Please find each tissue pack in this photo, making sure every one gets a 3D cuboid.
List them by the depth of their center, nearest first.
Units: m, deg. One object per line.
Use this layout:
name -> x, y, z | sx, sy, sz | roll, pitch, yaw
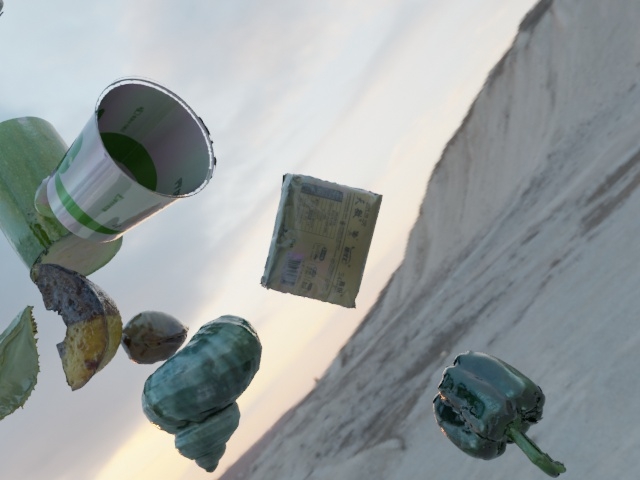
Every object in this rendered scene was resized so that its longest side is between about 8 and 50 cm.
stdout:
tissue pack -> 0.000, 0.000, 1.505 | 0.123, 0.215, 0.257 | -147, 71, -80

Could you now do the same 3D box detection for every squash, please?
squash -> -0.712, -0.101, 1.839 | 0.263, 0.384, 0.263 | -34, -15, -10

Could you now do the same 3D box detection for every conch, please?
conch -> -0.207, 0.270, 1.259 | 0.220, 0.277, 0.195 | 5, -11, -42

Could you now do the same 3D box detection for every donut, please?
donut -> -0.521, 0.167, 1.597 | 0.151, 0.295, 0.112 | -23, -5, 16

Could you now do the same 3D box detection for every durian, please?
durian -> -0.628, 0.243, 1.374 | 0.252, 0.144, 0.139 | -55, -22, -48

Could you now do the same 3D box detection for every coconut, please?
coconut -> -0.533, -0.093, 1.436 | 0.082, 0.081, 0.083 | -9, -48, 5

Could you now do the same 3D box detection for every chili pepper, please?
chili pepper -> 0.336, 0.321, 1.300 | 0.174, 0.261, 0.165 | -17, -52, -37

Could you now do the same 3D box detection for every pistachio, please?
pistachio -> -0.397, 0.233, 1.733 | 0.210, 0.165, 0.131 | -2, -85, -65

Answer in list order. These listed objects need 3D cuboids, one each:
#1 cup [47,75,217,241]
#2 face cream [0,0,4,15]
cup -> -0.377, -0.136, 1.371 | 0.274, 0.253, 0.253 | -33, 1, 38
face cream -> -0.604, -0.453, 1.128 | 0.058, 0.244, 0.092 | -46, 5, -40
